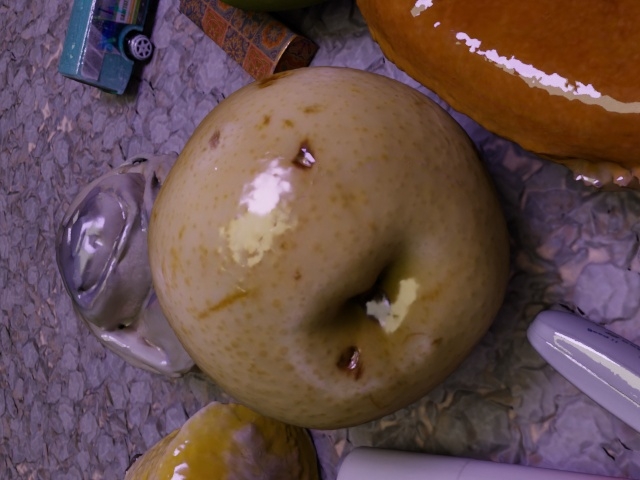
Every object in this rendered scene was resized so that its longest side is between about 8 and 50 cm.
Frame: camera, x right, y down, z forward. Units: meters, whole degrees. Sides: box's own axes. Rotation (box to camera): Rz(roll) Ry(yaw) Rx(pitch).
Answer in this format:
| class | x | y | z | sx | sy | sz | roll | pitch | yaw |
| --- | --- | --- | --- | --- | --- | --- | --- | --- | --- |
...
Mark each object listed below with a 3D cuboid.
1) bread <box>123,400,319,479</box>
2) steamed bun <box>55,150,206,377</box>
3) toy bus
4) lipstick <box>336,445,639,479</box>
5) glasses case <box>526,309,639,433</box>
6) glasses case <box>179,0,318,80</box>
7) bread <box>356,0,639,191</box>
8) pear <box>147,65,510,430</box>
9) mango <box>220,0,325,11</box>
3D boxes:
| class | x | y | z | sx | sy | sz | roll | pitch | yaw |
| --- | --- | --- | --- | --- | --- | --- | --- | --- | --- |
| bread | -0.108 | 0.274 | 0.713 | 0.170 | 0.197 | 0.197 | -26 | 71 | 45 |
| steamed bun | -0.189 | 0.024 | 0.775 | 0.280 | 0.207 | 0.267 | 9 | 92 | 36 |
| toy bus | -0.293 | -0.345 | 0.950 | 0.091 | 0.109 | 0.261 | 19 | 97 | 43 |
| lipstick | 0.167 | 0.233 | 0.554 | 0.327 | 0.087 | 0.087 | -6 | 83 | 37 |
| glasses case | 0.249 | 0.116 | 0.507 | 0.197 | 0.076 | 0.049 | 37 | 110 | 34 |
| glasses case | -0.098 | -0.268 | 0.824 | 0.218 | 0.049 | 0.075 | 46 | 113 | 31 |
| bread | 0.191 | -0.181 | 0.509 | 0.389 | 0.183 | 0.236 | 35 | 105 | 34 |
| pear | 0.000 | 0.000 | 0.580 | 0.309 | 0.309 | 0.309 | -3 | 84 | 38 |
| mango | -0.037 | -0.317 | 0.686 | 0.273 | 0.185 | 0.149 | 16 | 103 | 49 |
